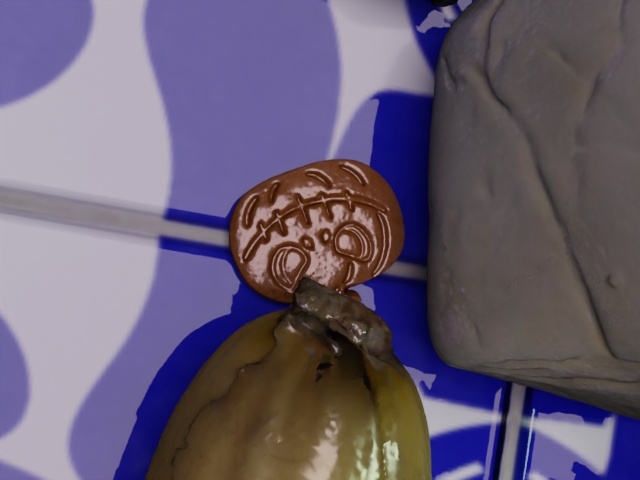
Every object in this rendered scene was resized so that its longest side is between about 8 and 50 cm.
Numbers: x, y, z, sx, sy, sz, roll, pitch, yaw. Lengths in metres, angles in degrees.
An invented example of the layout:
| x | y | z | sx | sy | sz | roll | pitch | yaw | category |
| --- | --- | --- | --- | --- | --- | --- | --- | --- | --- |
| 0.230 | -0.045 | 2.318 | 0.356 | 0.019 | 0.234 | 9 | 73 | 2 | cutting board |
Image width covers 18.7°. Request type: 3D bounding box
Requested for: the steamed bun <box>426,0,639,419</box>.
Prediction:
| x | y | z | sx | sy | sz | roll | pitch | yaw | category |
| --- | --- | --- | --- | --- | --- | --- | --- | --- | --- |
| 0.254 | -0.025 | 0.938 | 0.383 | 0.236 | 0.247 | 7 | 84 | -12 | steamed bun |

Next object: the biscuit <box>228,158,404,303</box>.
| x | y | z | sx | sy | sz | roll | pitch | yaw | category |
| --- | --- | --- | --- | --- | --- | --- | --- | --- | --- |
| 0.000 | 0.000 | 0.994 | 0.091 | 0.015 | 0.078 | -22 | 91 | -12 | biscuit |

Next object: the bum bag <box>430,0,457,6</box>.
| x | y | z | sx | sy | sz | roll | pitch | yaw | category |
| --- | --- | --- | --- | --- | --- | --- | --- | --- | --- |
| 0.109 | -0.238 | 1.005 | 0.326 | 0.080 | 0.142 | -37 | 86 | -9 | bum bag |

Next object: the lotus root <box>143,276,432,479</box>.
| x | y | z | sx | sy | sz | roll | pitch | yaw | category |
| --- | --- | --- | --- | --- | --- | --- | --- | --- | --- |
| -0.027 | 0.169 | 0.919 | 0.146 | 0.131 | 0.303 | 12 | 83 | 12 | lotus root |
